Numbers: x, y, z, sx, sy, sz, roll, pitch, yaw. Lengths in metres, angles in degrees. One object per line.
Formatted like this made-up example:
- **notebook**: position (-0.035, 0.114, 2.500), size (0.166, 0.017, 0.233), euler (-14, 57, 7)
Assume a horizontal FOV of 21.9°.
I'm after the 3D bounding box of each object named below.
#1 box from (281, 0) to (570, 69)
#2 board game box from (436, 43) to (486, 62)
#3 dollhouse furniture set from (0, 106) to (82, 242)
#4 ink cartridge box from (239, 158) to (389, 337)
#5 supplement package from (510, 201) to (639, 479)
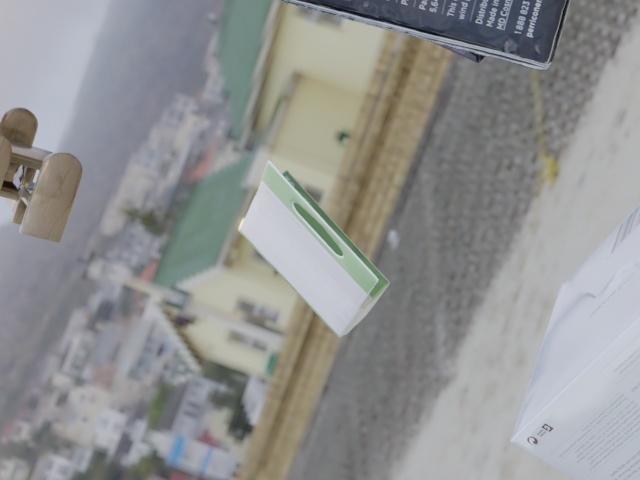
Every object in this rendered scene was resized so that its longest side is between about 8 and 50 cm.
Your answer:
- **box**: position (0.067, -0.469, 1.688), size (0.480, 0.471, 0.297), euler (-71, -7, -48)
- **board game box**: position (0.146, -0.276, 1.791), size (0.141, 0.170, 0.048), euler (-42, -35, -29)
- **dollhouse furniture set**: position (-0.368, -0.128, 1.687), size (0.212, 0.242, 0.161), euler (38, 110, 63)
- **ink cartridge box**: position (0.000, 0.000, 1.750), size (0.056, 0.171, 0.235), euler (-40, -7, -21)
- **supplement package**: position (0.260, 0.074, 0.989), size (0.194, 0.203, 0.149), euler (-54, 7, 49)
